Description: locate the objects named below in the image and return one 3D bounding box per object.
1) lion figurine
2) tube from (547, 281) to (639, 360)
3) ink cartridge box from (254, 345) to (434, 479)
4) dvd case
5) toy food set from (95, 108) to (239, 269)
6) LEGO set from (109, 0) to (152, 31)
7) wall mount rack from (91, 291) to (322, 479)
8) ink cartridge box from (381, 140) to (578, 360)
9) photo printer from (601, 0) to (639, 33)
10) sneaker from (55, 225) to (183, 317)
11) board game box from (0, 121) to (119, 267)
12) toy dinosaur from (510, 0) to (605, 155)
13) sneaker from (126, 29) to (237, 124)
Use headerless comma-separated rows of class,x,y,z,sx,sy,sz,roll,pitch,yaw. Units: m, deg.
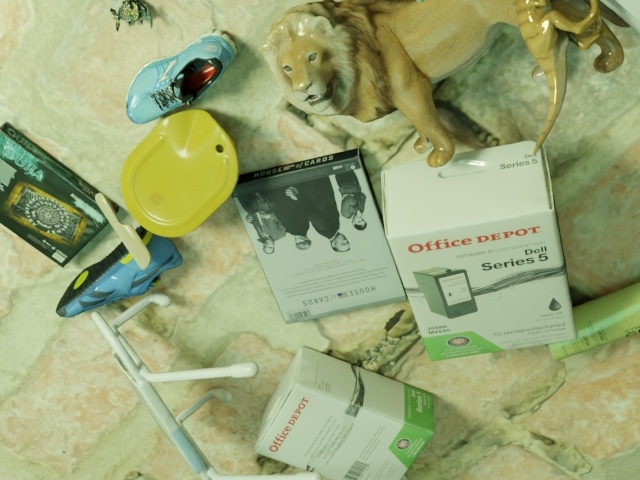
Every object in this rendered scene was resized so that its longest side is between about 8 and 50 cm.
lion figurine,0.145,-0.234,1.238,0.392,0.142,0.240,-32,111,8
tube,0.418,0.094,1.482,0.240,0.062,0.070,-22,162,14
ink cartridge box,0.034,0.267,1.615,0.219,0.092,0.160,23,124,-11
dvd case,0.000,0.000,1.465,0.179,0.029,0.238,-12,124,13
toy food set,-0.181,-0.077,1.408,0.218,0.071,0.128,-40,90,26
LEGO set,-0.229,-0.277,1.292,0.054,0.023,0.083,-33,104,23
wall mount rack,-0.155,0.217,1.476,0.130,0.304,0.350,-36,122,-14
ink cartridge box,0.202,0.021,1.372,0.198,0.114,0.273,-10,139,13
photo printer,0.412,-0.320,1.140,0.307,0.107,0.256,33,114,-18
sneaker,-0.276,0.061,1.508,0.209,0.069,0.082,-34,120,25
board game box,-0.377,-0.057,1.457,0.186,0.026,0.126,39,119,-21
toy dinosaur,0.243,-0.209,1.159,0.112,0.064,0.211,-20,94,14
sneaker,-0.175,-0.188,1.315,0.162,0.073,0.063,-33,117,25
